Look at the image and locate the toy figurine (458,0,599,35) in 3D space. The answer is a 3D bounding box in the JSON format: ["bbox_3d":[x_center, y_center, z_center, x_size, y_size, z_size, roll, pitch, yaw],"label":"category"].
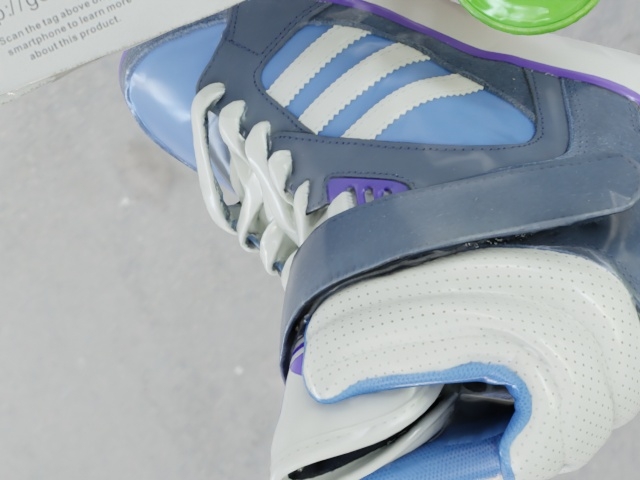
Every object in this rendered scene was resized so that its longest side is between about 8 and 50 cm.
[{"bbox_3d":[0.066,-0.157,0.768,0.130,0.159,0.173,-41,83,7],"label":"toy figurine"}]

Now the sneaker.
[{"bbox_3d":[0.000,0.000,0.744,0.323,0.236,0.130,14,137,26],"label":"sneaker"}]

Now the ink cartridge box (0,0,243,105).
[{"bbox_3d":[-0.129,-0.215,0.623,0.130,0.309,0.272,-23,109,6],"label":"ink cartridge box"}]
